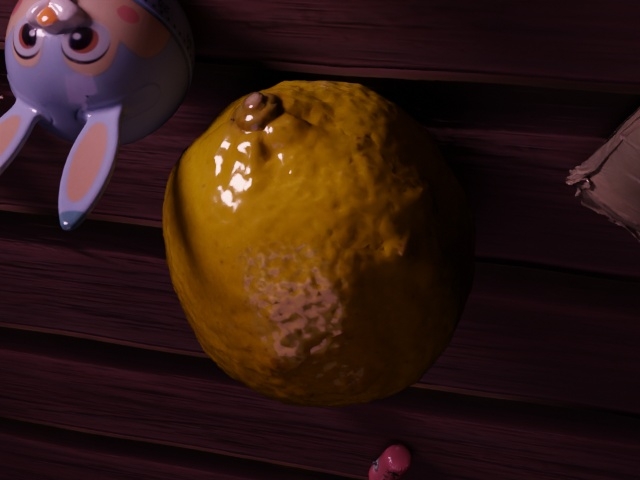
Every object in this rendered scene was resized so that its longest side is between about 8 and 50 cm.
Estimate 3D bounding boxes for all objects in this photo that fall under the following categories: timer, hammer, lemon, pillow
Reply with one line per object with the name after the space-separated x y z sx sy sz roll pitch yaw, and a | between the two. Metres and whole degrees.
-0.202 -0.135 1.031 0.175 0.255 0.175 10 120 18 | timer
0.088 0.288 1.613 0.043 0.043 0.083 24 145 -5 | hammer
0.000 0.000 1.095 0.268 0.268 0.322 7 130 18 | lemon
0.294 -0.066 1.037 0.119 0.053 0.208 29 144 -6 | pillow

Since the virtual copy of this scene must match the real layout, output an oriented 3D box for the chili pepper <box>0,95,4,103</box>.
-0.397 -0.170 1.231 0.191 0.050 0.059 25 161 6 | chili pepper
